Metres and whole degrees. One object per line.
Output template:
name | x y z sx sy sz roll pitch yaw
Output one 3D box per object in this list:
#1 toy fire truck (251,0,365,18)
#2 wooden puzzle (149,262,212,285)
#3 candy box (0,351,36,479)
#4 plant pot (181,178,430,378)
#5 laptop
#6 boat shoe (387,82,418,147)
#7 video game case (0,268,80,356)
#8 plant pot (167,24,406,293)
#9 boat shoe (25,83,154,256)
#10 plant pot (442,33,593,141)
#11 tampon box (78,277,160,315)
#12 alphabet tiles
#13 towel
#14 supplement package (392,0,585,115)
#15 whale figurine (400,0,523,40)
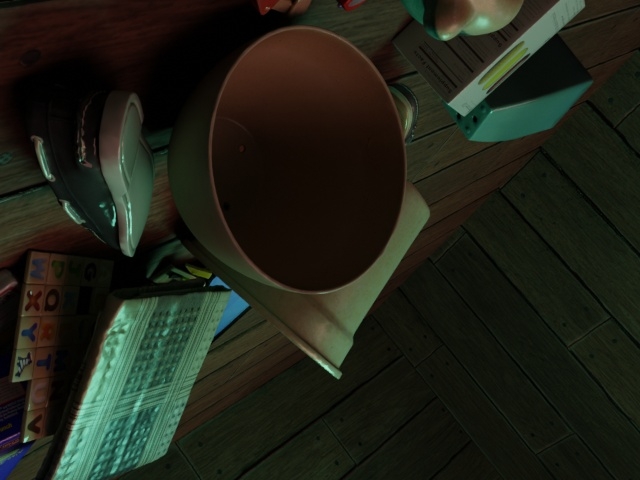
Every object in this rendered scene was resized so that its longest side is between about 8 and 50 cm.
toy fire truck | -0.006 -0.273 0.781 0.135 0.047 0.192 -40 168 8
wooden puzzle | -0.240 0.071 1.270 0.078 0.014 0.116 27 136 -28
candy box | -0.551 0.306 1.027 0.268 0.122 0.317 -20 161 -46
plant pot | 0.000 0.000 1.237 0.305 0.334 0.334 -49 168 -7
laptop | -0.226 0.161 1.435 0.234 0.136 0.264 -43 -169 19
boat shoe | 0.115 -0.199 1.275 0.092 0.103 0.285 -41 172 -15
video game case | -0.447 0.138 1.021 0.204 0.025 0.285 -37 167 -9
plant pot | -0.064 -0.087 0.873 0.284 0.284 0.191 -29 -160 -39
boat shoe | -0.228 -0.069 0.780 0.302 0.091 0.114 111 -11 -64
plant pot | 0.377 -0.301 1.516 0.234 0.165 0.166 -23 162 -27
tampon box | -0.295 0.141 1.183 0.161 0.101 0.120 -14 127 -68
alphabet tiles | -0.340 0.137 0.996 0.198 0.009 0.237 20 77 -76
towel | -0.269 0.203 1.104 0.324 0.056 0.312 -66 160 7
supplement package | 0.252 -0.323 1.131 0.244 0.134 0.139 -43 166 17
whale figurine | 0.110 -0.310 0.770 0.141 0.216 0.272 4 -178 37
